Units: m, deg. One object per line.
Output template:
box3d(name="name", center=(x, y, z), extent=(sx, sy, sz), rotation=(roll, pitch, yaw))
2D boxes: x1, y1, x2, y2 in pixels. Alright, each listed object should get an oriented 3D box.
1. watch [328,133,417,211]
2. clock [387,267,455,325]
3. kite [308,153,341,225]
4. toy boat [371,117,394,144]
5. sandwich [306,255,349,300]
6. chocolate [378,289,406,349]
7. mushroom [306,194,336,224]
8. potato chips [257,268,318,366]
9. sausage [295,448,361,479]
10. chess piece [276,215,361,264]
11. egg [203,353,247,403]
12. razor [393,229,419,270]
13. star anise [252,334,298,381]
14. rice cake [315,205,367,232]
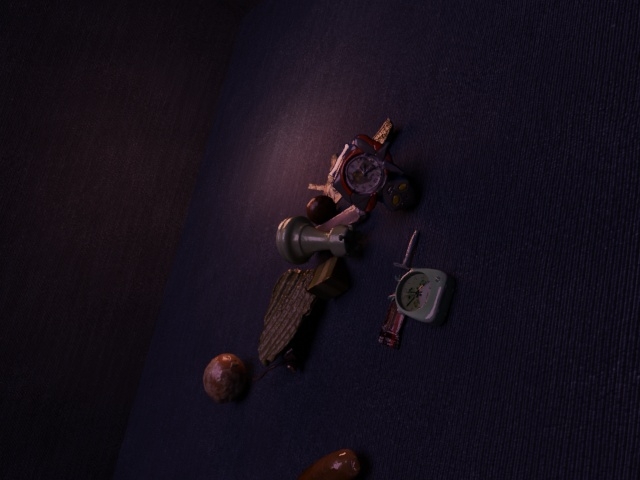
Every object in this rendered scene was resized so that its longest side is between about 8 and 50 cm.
box3d(name="watch", center=(0.195, -0.221, 1.747), extent=(0.241, 0.306, 0.274), rotation=(-60, 4, 10))
box3d(name="clock", center=(0.294, 0.159, 1.512), extent=(0.211, 0.066, 0.159), rotation=(12, 78, 52))
box3d(name="kite", center=(0.028, -0.223, 2.155), extent=(0.314, 0.012, 0.334), rotation=(8, 80, 56))
box3d(name="toy boat", center=(0.195, -0.340, 1.937), extent=(0.293, 0.055, 0.093), rotation=(-47, 39, 32))
box3d(name="sandwich", center=(0.016, 0.114, 1.862), extent=(0.117, 0.144, 0.187), rotation=(-32, 47, 20))
box3d(name="chocolate", center=(0.240, 0.250, 1.594), extent=(0.086, 0.028, 0.182), rotation=(12, 80, 47))
box3d(name="mushroom", center=(0.002, -0.126, 2.039), extent=(0.127, 0.127, 0.087), rotation=(-64, 21, 9))
box3d(name="potato chips", center=(-0.141, 0.294, 2.015), extent=(0.428, 0.070, 0.359), rotation=(-60, 24, -7))
box3d(name="sausage", center=(-0.036, 0.818, 1.609), extent=(0.500, 0.123, 0.136), rotation=(-54, 39, 22))
box3d(name="chess piece", center=(0.000, 0.000, 1.889), extent=(0.299, 0.195, 0.194), rotation=(1, 74, 37))
box3d(name="egg", center=(-0.417, 0.603, 2.209), extent=(0.195, 0.195, 0.233), rotation=(37, 117, 56))
box3d(name="razor", center=(0.293, 0.030, 1.630), extent=(0.068, 0.040, 0.134), rotation=(13, 78, 56))
box3d(name="star anise", center=(-0.185, 0.470, 1.956), extent=(0.228, 0.218, 0.148), rotation=(-13, 53, 3))
box3d(name="rice cake", center=(0.054, -0.052, 1.986), extent=(0.365, 0.056, 0.072), rotation=(-30, 66, 45))
